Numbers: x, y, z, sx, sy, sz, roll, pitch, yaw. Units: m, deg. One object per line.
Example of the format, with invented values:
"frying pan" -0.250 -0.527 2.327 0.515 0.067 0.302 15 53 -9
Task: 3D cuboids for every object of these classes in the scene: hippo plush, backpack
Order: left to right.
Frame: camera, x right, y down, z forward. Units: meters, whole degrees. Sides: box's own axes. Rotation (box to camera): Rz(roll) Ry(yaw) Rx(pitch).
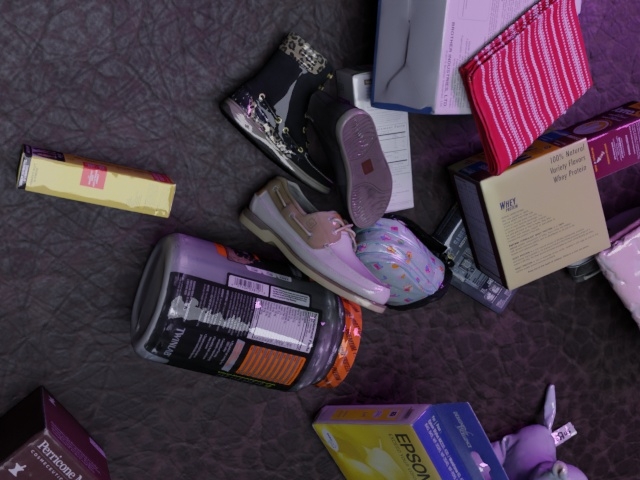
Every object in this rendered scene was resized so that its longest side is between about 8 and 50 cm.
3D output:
"backpack" 0.123 0.039 1.598 0.152 0.115 0.182 -20 134 28
"hippo plush" 0.419 0.479 1.793 0.294 0.236 0.234 -32 112 -7

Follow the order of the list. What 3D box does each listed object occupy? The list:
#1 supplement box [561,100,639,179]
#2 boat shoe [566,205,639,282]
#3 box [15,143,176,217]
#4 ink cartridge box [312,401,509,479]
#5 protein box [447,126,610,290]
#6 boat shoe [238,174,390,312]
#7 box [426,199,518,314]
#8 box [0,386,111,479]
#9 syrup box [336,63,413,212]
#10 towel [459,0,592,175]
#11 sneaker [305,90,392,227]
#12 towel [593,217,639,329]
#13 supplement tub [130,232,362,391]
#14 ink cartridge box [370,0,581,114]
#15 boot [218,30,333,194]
"supplement box" 0.524 -0.179 1.719 0.188 0.104 0.080 -23 110 -12
"boat shoe" 0.561 0.004 1.801 0.219 0.078 0.070 -28 111 0
"box" -0.346 -0.091 1.467 0.232 0.087 0.058 12 100 -20
"ink cartridge box" 0.178 0.416 1.677 0.072 0.307 0.303 -48 118 -40
"protein box" 0.352 -0.058 1.613 0.200 0.136 0.201 -23 110 -9
"boat shoe" 0.000 0.000 1.507 0.103 0.302 0.113 -56 153 4
"box" 0.312 -0.008 1.720 0.183 0.059 0.232 31 94 -23
"box" -0.466 0.380 1.513 0.203 0.167 0.168 -39 113 -5
"syrup box" 0.090 -0.169 1.584 0.096 0.093 0.237 -11 108 -15
"towel" 0.328 -0.250 1.479 0.275 0.031 0.199 -42 128 -25
"sneaker" 0.046 -0.132 1.508 0.083 0.118 0.222 -25 129 -18
"towel" 0.697 0.053 1.724 0.317 0.053 0.332 -36 111 6
"supplement tub" -0.118 0.125 1.536 0.338 0.207 0.207 17 99 -22
"ink cartridge box" 0.277 -0.337 1.525 0.395 0.151 0.270 -6 107 -39
"boot" -0.026 -0.202 1.544 0.236 0.085 0.178 40 87 -25
